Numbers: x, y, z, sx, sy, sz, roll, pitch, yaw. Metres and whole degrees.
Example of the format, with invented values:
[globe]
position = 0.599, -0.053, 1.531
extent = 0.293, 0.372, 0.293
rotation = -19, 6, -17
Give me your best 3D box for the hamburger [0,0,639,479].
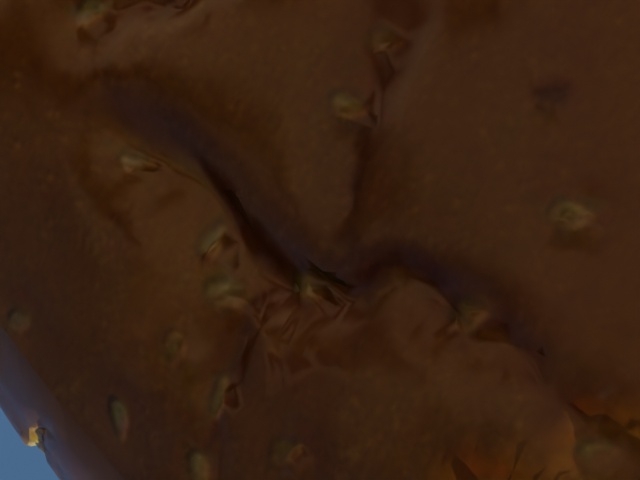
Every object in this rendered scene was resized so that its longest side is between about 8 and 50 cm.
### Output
[hamburger]
position = 0.053, -0.034, 0.455
extent = 0.290, 0.314, 0.170
rotation = 39, -159, 21
